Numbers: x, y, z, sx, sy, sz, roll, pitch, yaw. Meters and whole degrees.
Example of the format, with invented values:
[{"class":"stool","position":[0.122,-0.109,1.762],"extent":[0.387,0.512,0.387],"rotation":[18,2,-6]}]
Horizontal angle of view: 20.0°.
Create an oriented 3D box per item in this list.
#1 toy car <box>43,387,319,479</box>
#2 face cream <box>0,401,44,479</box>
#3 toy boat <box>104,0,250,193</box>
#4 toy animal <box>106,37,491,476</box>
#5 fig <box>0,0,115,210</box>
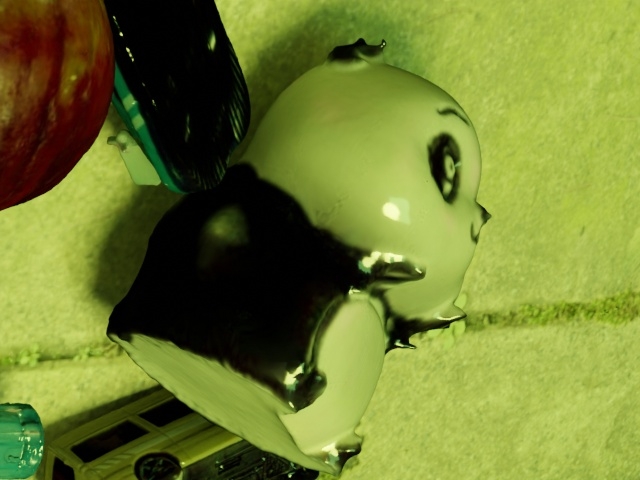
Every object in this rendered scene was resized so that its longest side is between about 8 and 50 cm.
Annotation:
[{"class":"toy car","position":[-0.109,0.183,1.551],"extent":[0.257,0.124,0.101],"rotation":[-23,132,-38]},{"class":"face cream","position":[-0.361,0.148,1.325],"extent":[0.337,0.080,0.163],"rotation":[6,74,-39]},{"class":"toy boat","position":[-0.150,-0.173,1.320],"extent":[0.134,0.092,0.298],"rotation":[-61,139,-44]},{"class":"toy animal","position":[0.000,0.000,1.450],"extent":[0.310,0.251,0.251],"rotation":[-57,137,-19]},{"class":"fig","position":[-0.248,-0.116,1.185],"extent":[0.224,0.224,0.263],"rotation":[-1,135,-38]}]
